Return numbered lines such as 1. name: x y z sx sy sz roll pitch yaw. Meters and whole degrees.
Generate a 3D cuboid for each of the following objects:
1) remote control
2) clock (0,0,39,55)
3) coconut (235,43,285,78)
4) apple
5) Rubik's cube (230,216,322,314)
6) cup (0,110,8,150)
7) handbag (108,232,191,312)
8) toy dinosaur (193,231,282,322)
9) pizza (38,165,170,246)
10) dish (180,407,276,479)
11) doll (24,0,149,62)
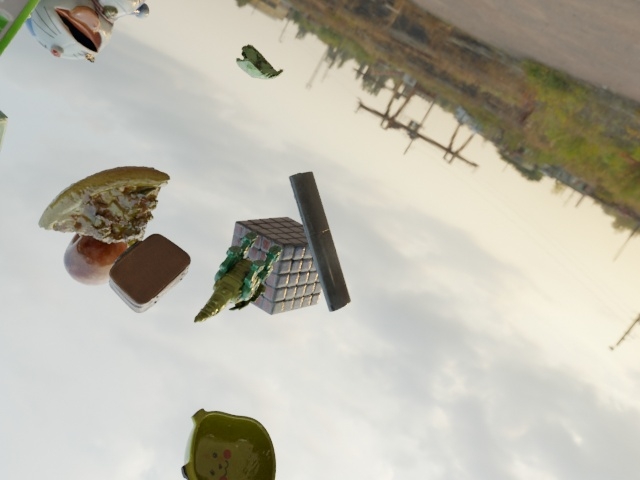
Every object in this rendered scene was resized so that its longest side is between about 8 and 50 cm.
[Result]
1. remote control: 0.000 0.000 1.589 0.107 0.044 0.377 -22 -84 -63
2. clock: -0.588 -0.411 0.862 0.310 0.235 0.166 34 -174 -33
3. coconut: -0.163 -0.455 1.540 0.133 0.055 0.158 29 -154 -7
4. apple: -0.648 0.039 1.726 0.162 0.201 0.201 44 -170 -28
5. Rubik's cube: -0.131 0.074 1.864 0.238 0.237 0.237 28 -159 37
6. cup: -0.822 -0.205 1.386 0.134 0.235 0.148 17 -162 -33
7. handbag: -0.441 0.076 1.512 0.151 0.072 0.193 41 -123 5
8. toy dinosaur: -0.157 0.077 1.077 0.094 0.153 0.259 28 -163 9
9. pizza: -0.553 -0.101 1.506 0.269 0.257 0.087 14 -147 -27
10. dish: -0.234 0.525 1.392 0.262 0.108 0.221 33 -142 -32
11. doll: -0.420 -0.438 1.096 0.161 0.257 0.215 65 -168 16
